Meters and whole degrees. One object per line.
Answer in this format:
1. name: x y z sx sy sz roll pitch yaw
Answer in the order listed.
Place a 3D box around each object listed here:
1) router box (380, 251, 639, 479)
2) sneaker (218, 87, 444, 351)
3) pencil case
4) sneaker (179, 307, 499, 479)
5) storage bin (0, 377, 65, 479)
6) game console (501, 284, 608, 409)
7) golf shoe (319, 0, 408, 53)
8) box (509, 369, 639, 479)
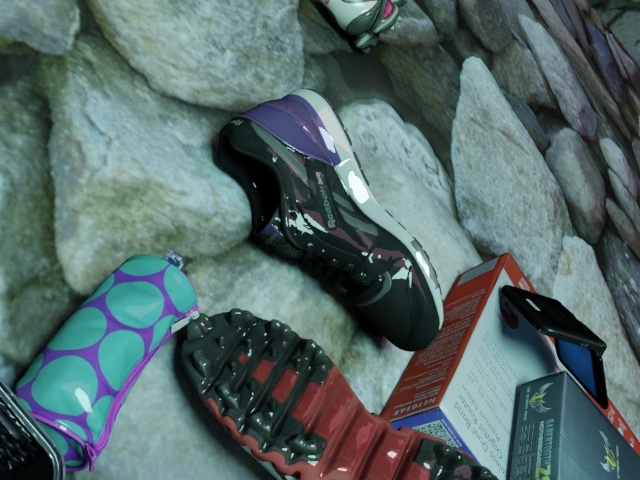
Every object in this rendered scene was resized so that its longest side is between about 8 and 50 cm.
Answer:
1. router box: 0.238 0.228 0.752 0.335 0.082 0.301 54 38 -8
2. sneaker: 0.000 0.000 0.642 0.124 0.107 0.283 -31 87 -38
3. pencil case: -0.137 0.074 0.441 0.070 0.065 0.152 21 42 7
4. sneaker: 0.001 0.163 0.519 0.276 0.135 0.098 35 52 5
5. storage bin: -0.224 0.128 0.293 0.122 0.084 0.180 55 38 -7
6. game console: 0.248 0.110 0.717 0.107 0.071 0.122 17 14 -10
7. golf shoe: 0.065 -0.392 0.954 0.120 0.105 0.273 32 44 -21
8. box: 0.249 0.267 0.621 0.183 0.059 0.233 47 39 -15
